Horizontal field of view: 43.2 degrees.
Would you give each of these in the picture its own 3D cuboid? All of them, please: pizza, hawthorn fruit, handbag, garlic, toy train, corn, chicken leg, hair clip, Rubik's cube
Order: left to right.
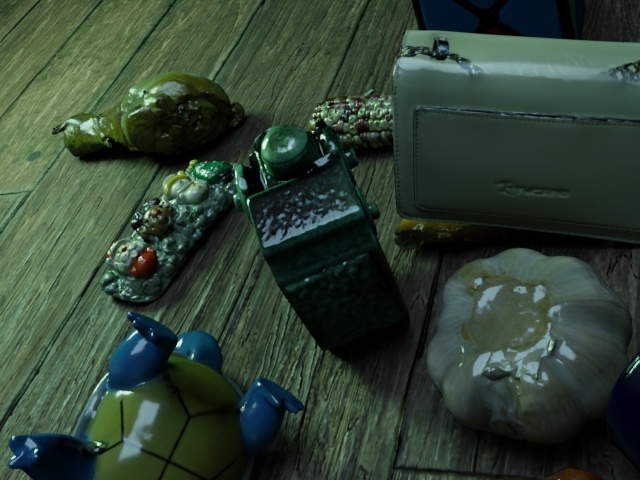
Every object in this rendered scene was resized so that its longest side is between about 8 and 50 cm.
[{"bbox_3d":[-0.367,-0.236,1.609,0.430,0.152,0.201,-6,30,33],"label":"chicken leg"},{"bbox_3d":[-0.248,-0.039,1.345,0.138,0.091,0.321,10,52,32],"label":"hair clip"},{"bbox_3d":[0.000,0.000,1.019,0.167,0.299,0.238,-23,52,5],"label":"toy train"},{"bbox_3d":[0.114,-0.201,1.333,0.281,0.092,0.092,-2,44,24],"label":"corn"},{"bbox_3d":[0.210,-0.041,1.134,0.161,0.062,0.182,11,45,44],"label":"pizza"},{"bbox_3d":[0.302,-0.428,1.364,0.247,0.248,0.250,-3,43,24],"label":"Rubik's cube"},{"bbox_3d":[0.226,0.115,0.871,0.228,0.152,0.227,-12,49,14],"label":"garlic"},{"bbox_3d":[0.275,-0.141,1.008,0.359,0.236,0.160,7,49,14],"label":"handbag"},{"bbox_3d":[0.244,0.255,0.771,0.077,0.077,0.077,-15,40,13],"label":"hawthorn fruit"}]

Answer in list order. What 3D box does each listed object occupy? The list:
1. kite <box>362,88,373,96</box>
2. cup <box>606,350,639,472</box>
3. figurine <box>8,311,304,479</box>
[{"bbox_3d":[0.048,-0.230,1.467,0.153,0.005,0.137,-38,43,-15],"label":"kite"},{"bbox_3d":[0.420,0.198,0.699,0.255,0.178,0.256,5,27,-27],"label":"cup"},{"bbox_3d":[-0.186,0.233,0.914,0.243,0.298,0.416,-41,22,40],"label":"figurine"}]
